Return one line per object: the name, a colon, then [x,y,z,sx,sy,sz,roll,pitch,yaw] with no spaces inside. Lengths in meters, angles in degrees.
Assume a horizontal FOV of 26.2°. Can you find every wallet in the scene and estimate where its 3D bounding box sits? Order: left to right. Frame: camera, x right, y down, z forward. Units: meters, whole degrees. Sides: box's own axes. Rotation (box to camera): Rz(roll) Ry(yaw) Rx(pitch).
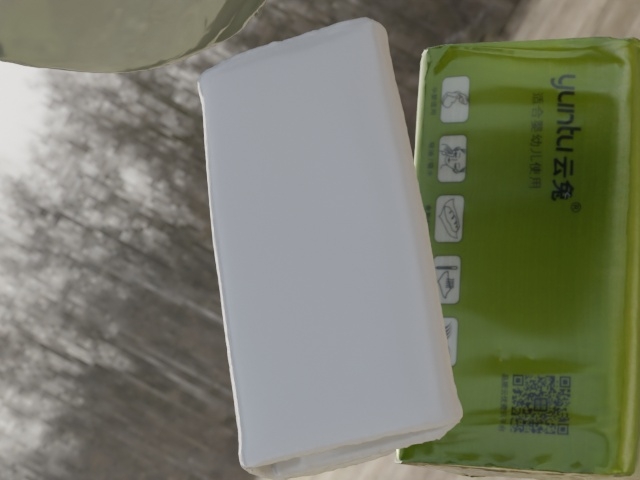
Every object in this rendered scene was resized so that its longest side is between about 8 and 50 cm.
wallet: [0.000,0.000,0.376,0.025,0.061,0.122,38,-142,-58]

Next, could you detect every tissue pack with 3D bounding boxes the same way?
tissue pack: [0.156,0.024,0.938,0.200,0.167,0.274,32,-119,-67]

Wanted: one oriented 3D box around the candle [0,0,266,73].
candle: [-0.083,-0.191,0.479,0.342,0.221,0.221,-63,-1,41]
